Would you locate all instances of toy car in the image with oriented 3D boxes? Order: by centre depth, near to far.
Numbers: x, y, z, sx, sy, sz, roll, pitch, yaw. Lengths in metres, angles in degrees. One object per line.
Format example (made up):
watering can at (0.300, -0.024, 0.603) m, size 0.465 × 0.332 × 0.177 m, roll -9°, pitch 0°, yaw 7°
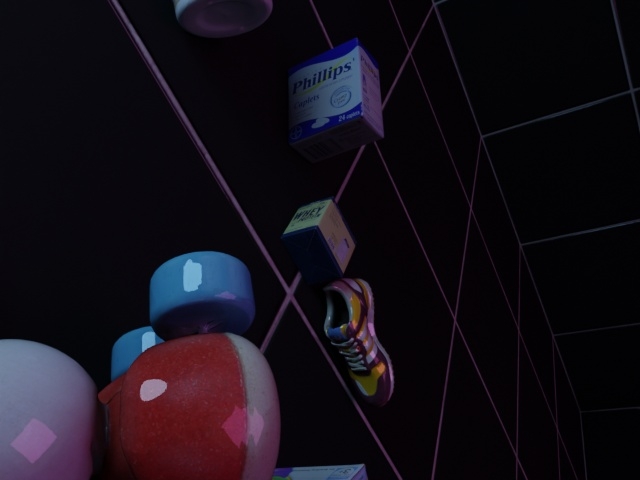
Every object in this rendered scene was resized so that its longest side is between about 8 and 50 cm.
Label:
toy car at (-0.164, 0.130, 0.355) m, size 0.237 × 0.210 × 0.219 m, roll 11°, pitch 50°, yaw -29°

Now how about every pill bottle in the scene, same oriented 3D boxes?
pill bottle at (-0.126, -0.344, 0.668) m, size 0.112 × 0.112 × 0.187 m, roll -3°, pitch 81°, yaw -62°

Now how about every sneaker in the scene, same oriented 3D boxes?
sneaker at (0.044, 0.145, 0.813) m, size 0.083 × 0.069 × 0.186 m, roll 0°, pitch 71°, yaw -53°

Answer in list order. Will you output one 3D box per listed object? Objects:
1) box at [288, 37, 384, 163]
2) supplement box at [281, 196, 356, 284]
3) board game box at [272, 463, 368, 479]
box at (0.020, -0.203, 0.858) m, size 0.072 × 0.126 × 0.137 m, roll 31°, pitch 51°, yaw -51°
supplement box at (0.000, 0.000, 0.798) m, size 0.083 × 0.056 × 0.083 m, roll 62°, pitch 31°, yaw -24°
board game box at (-0.019, 0.358, 0.501) m, size 0.142 × 0.144 × 0.276 m, roll -9°, pitch 86°, yaw -63°
